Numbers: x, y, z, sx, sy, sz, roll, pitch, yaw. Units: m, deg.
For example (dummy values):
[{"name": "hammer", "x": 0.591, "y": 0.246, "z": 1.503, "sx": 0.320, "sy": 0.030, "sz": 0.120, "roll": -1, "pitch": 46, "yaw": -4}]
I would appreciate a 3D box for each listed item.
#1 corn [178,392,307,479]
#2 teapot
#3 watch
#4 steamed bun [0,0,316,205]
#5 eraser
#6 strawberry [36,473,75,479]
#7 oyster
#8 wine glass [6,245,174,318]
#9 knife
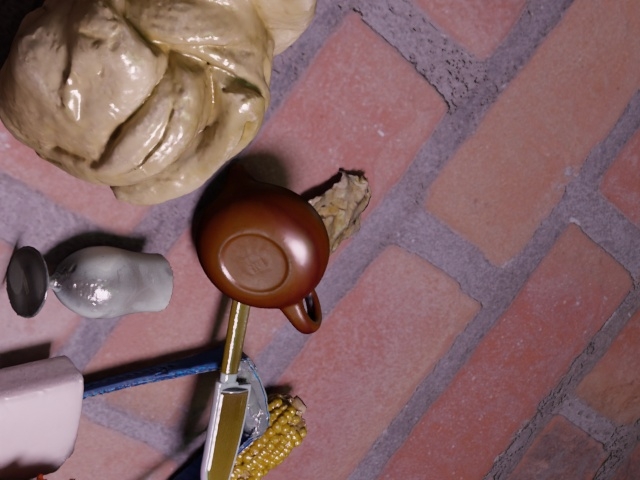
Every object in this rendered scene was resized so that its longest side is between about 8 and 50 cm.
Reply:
[{"name": "corn", "x": -0.143, "y": 0.344, "z": 2.337, "sx": 0.320, "sy": 0.097, "sz": 0.097, "roll": -42, "pitch": 141, "yaw": -7}, {"name": "teapot", "x": -0.060, "y": 0.012, "z": 2.102, "sx": 0.252, "sy": 0.178, "sz": 0.135, "roll": 60, "pitch": 31, "yaw": -24}, {"name": "watch", "x": -0.211, "y": 0.232, "z": 2.194, "sx": 0.274, "sy": 0.068, "sz": 0.276, "roll": -36, "pitch": 127, "yaw": -20}, {"name": "steamed bun", "x": -0.167, "y": -0.194, "z": 1.731, "sx": 0.372, "sy": 0.230, "sz": 0.325, "roll": -35, "pitch": 162, "yaw": -5}, {"name": "eraser", "x": -0.437, "y": 0.244, "z": 1.965, "sx": 0.270, "sy": 0.095, "sz": 0.174, "roll": -12, "pitch": 133, "yaw": -40}, {"name": "strawberry", "x": -0.397, "y": 0.399, "z": 2.007, "sx": 0.234, "sy": 0.234, "sz": 0.178, "roll": 0, "pitch": 76, "yaw": -44}, {"name": "oyster", "x": 0.003, "y": -0.008, "z": 2.216, "sx": 0.209, "sy": 0.072, "sz": 0.133, "roll": -30, "pitch": 140, "yaw": -27}, {"name": "wine glass", "x": -0.281, "y": 0.052, "z": 1.967, "sx": 0.202, "sy": 0.093, "sz": 0.093, "roll": 4, "pitch": 117, "yaw": -45}, {"name": "knife", "x": -0.120, "y": 0.212, "z": 2.193, "sx": 0.061, "sy": 0.027, "sz": 0.343, "roll": 2, "pitch": 104, "yaw": -42}]
